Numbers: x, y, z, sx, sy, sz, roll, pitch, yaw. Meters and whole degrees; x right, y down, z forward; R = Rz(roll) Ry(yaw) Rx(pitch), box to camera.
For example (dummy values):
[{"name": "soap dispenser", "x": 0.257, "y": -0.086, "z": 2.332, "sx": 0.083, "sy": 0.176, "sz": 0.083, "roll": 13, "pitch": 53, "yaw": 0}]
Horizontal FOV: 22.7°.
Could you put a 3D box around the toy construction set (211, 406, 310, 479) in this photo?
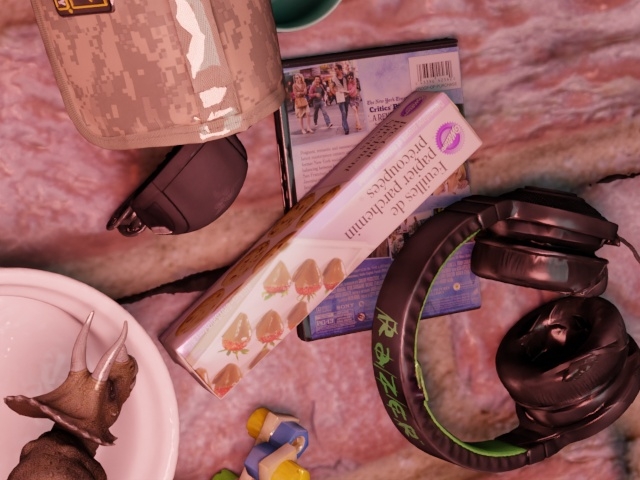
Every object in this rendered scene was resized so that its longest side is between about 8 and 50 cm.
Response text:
[{"name": "toy construction set", "x": -0.088, "y": 0.324, "z": 1.370, "sx": 0.215, "sy": 0.151, "sz": 0.328, "roll": -21, "pitch": 114, "yaw": -44}]

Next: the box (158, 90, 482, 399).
[{"name": "box", "x": 0.000, "y": 0.000, "z": 1.372, "sx": 0.324, "sy": 0.067, "sz": 0.063, "roll": -44, "pitch": 110, "yaw": -10}]

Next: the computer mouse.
[{"name": "computer mouse", "x": -0.077, "y": -0.071, "z": 1.249, "sx": 0.060, "sy": 0.262, "sz": 0.184, "roll": 42, "pitch": 77, "yaw": -7}]

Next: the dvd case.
[{"name": "dvd case", "x": 0.051, "y": -0.047, "z": 1.433, "sx": 0.180, "sy": 0.022, "sz": 0.253, "roll": -10, "pitch": 101, "yaw": -20}]

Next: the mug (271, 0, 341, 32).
[{"name": "mug", "x": -0.044, "y": -0.251, "z": 1.325, "sx": 0.129, "sy": 0.097, "sz": 0.158, "roll": 11, "pitch": 92, "yaw": -22}]

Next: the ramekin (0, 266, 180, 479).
[{"name": "ramekin", "x": -0.264, "y": 0.150, "z": 1.270, "sx": 0.277, "sy": 0.135, "sz": 0.277, "roll": -3, "pitch": 98, "yaw": -22}]

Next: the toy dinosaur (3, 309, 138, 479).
[{"name": "toy dinosaur", "x": -0.187, "y": 0.210, "z": 1.128, "sx": 0.121, "sy": 0.313, "sz": 0.160, "roll": -9, "pitch": 126, "yaw": 5}]

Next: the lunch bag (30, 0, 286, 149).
[{"name": "lunch bag", "x": -0.122, "y": -0.198, "z": 1.110, "sx": 0.168, "sy": 0.287, "sz": 0.235, "roll": -15, "pitch": 104, "yaw": -6}]

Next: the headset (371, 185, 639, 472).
[{"name": "headset", "x": 0.232, "y": 0.060, "z": 1.426, "sx": 0.394, "sy": 0.185, "sz": 0.243, "roll": -24, "pitch": 109, "yaw": -30}]
